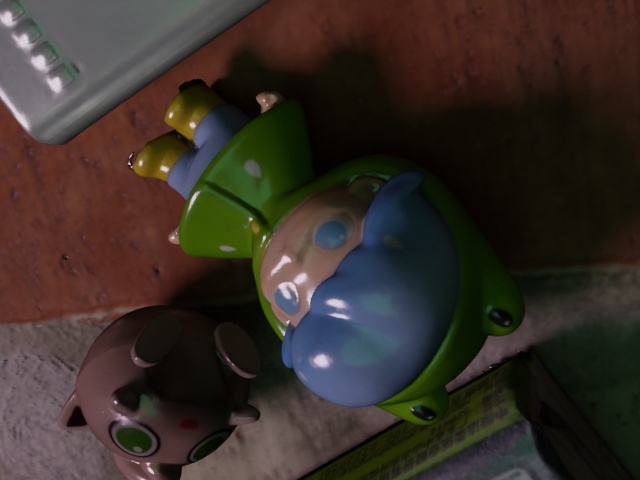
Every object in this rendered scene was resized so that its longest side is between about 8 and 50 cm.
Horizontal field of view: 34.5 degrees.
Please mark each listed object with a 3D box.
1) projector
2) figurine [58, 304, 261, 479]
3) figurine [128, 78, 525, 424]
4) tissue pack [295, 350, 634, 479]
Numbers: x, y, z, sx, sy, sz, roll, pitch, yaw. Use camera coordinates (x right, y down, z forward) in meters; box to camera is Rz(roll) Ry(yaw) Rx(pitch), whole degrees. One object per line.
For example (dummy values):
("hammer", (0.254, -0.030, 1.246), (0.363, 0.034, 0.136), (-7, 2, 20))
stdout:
("projector", (-0.149, -0.213, 0.610), (0.198, 0.108, 0.250), (-31, 103, 21))
("figurine", (-0.111, 0.108, 0.733), (0.125, 0.125, 0.138), (34, 129, -5))
("figurine", (0.000, 0.000, 0.666), (0.263, 0.143, 0.162), (39, 107, 11))
("tissue pack", (0.073, 0.298, 0.782), (0.394, 0.124, 0.288), (-35, 101, 22))
